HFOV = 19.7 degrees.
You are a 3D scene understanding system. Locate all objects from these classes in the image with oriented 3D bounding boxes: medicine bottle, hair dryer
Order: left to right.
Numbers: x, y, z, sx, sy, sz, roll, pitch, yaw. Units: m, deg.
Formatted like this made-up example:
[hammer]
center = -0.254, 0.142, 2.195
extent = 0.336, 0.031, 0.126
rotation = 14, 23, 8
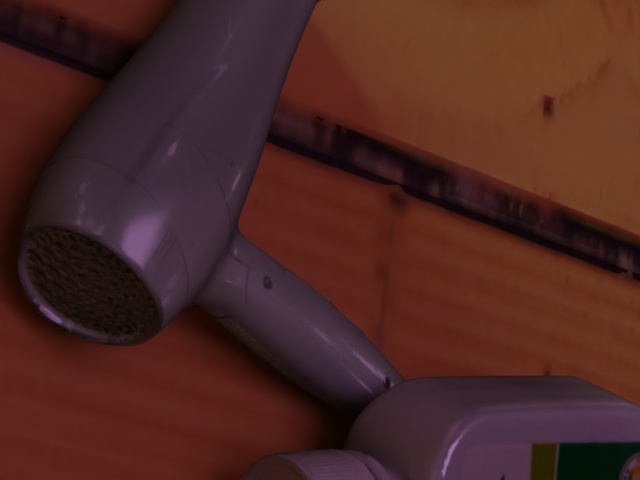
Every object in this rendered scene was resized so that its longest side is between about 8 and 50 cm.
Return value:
[hair dryer]
center = 0.000, 0.000, 0.750
extent = 0.237, 0.075, 0.206
rotation = 50, 48, -28
[medicine bottle]
center = 0.055, 0.115, 0.739
extent = 0.183, 0.069, 0.119
rotation = 4, 104, -36
